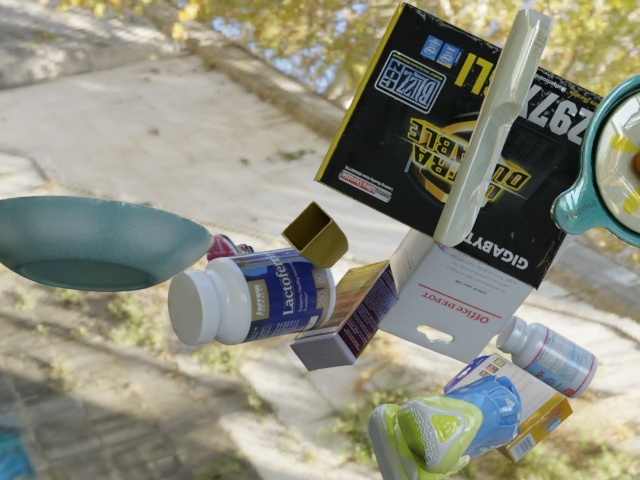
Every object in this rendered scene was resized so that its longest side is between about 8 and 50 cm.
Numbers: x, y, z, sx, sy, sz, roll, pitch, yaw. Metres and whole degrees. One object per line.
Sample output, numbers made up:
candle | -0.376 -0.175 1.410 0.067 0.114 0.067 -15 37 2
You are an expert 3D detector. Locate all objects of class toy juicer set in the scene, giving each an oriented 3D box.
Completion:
toy juicer set | 0.251 -0.096 0.768 0.089 0.329 0.209 -162 -108 -74

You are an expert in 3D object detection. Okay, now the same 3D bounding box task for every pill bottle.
pill bottle | 0.382 0.194 1.753 0.160 0.087 0.087 30 -27 -5
pill bottle | -0.118 0.098 1.773 0.153 0.264 0.153 16 -70 52

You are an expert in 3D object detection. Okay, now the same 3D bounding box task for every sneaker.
sneaker | 0.125 0.186 0.993 0.240 0.126 0.091 128 -53 -74
sneaker | -0.163 0.029 1.932 0.170 0.063 0.075 58 32 -50

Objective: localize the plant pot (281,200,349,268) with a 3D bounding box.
plant pot | 0.000 0.000 1.735 0.083 0.081 0.081 45 1 -37

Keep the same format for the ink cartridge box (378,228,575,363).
ink cartridge box | 0.255 0.021 1.711 0.353 0.207 0.119 -57 -158 27

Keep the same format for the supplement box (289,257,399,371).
supplement box | 0.059 0.141 1.979 0.130 0.239 0.073 -15 -63 46

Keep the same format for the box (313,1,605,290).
box | 0.191 -0.121 1.331 0.257 0.322 0.079 -63 177 6

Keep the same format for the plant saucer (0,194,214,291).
plant saucer | -0.181 0.011 0.810 0.195 0.195 0.037 144 -51 -65

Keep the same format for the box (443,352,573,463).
box | 0.185 0.167 1.063 0.028 0.081 0.136 58 -13 -27
